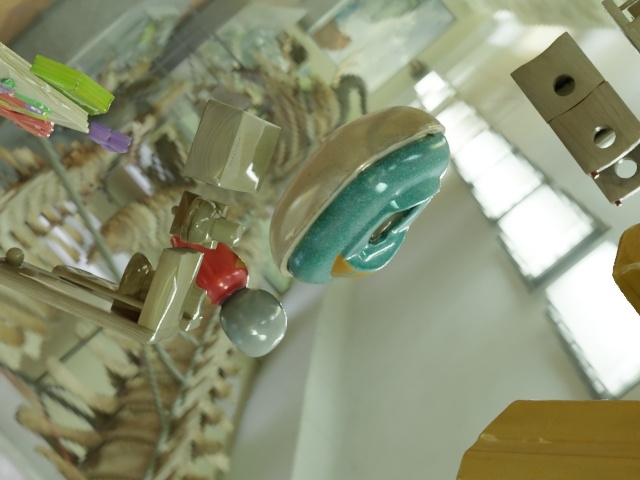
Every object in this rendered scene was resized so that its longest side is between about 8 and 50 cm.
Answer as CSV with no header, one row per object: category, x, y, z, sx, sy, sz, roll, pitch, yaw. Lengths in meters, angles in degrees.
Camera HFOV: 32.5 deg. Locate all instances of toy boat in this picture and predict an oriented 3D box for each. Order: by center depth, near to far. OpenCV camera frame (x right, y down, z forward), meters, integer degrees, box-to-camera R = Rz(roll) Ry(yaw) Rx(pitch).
toy boat,0.000,0.000,1.151,0.318,0.148,0.267,-28,164,-34

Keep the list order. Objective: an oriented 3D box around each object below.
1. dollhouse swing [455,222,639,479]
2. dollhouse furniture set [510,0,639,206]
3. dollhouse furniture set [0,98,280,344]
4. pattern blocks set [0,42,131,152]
dollhouse swing,0.122,0.185,0.593,0.305,0.315,0.347,1,-118,39
dollhouse furniture set,0.301,-0.145,1.017,0.183,0.129,0.129,-37,156,15
dollhouse furniture set,-0.121,-0.030,0.727,0.144,0.123,0.151,-2,113,-80
pattern blocks set,-0.315,-0.160,1.043,0.285,0.325,0.026,14,-104,39
